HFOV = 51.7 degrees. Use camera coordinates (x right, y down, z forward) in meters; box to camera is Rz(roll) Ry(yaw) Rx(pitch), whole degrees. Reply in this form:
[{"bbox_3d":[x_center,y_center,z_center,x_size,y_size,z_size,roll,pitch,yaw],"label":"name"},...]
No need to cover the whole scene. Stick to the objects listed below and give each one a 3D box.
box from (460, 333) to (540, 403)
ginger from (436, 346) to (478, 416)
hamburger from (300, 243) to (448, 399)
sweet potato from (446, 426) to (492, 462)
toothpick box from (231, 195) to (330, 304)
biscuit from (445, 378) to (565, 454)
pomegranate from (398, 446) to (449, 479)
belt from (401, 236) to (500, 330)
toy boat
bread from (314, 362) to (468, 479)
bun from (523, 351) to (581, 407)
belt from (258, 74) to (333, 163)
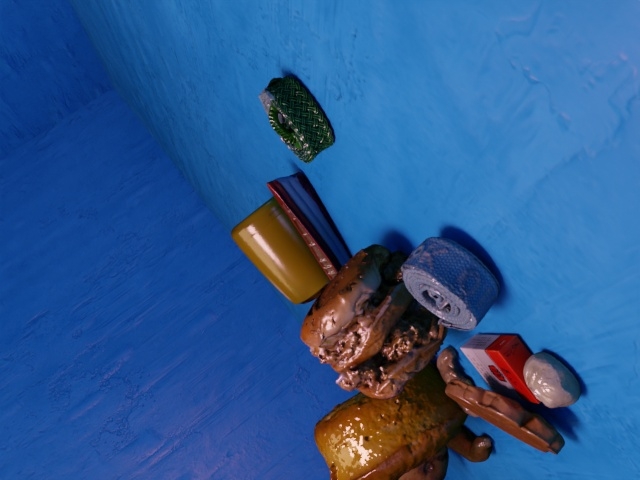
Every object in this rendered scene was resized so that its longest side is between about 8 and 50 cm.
[{"bbox_3d":[0.292,0.199,1.043,0.100,0.048,0.152,50,170,-1],"label":"box"},{"bbox_3d":[0.279,0.288,1.335,0.173,0.051,0.069,55,165,-16],"label":"ginger"},{"bbox_3d":[0.102,0.133,1.185,0.211,0.260,0.245,39,-147,-7],"label":"hamburger"},{"bbox_3d":[0.357,0.490,1.593,0.081,0.062,0.233,56,165,-4],"label":"sweet potato"},{"bbox_3d":[-0.087,0.031,1.706,0.271,0.175,0.175,52,168,-6],"label":"toothpick box"},{"bbox_3d":[0.310,0.292,1.114,0.202,0.044,0.289,30,168,11],"label":"biscuit"},{"bbox_3d":[0.231,0.612,1.907,0.281,0.281,0.281,50,168,15],"label":"pomegranate"},{"bbox_3d":[0.189,0.061,0.961,0.147,0.082,0.163,45,166,-11],"label":"belt"},{"bbox_3d":[0.000,0.000,1.505,0.136,0.079,0.392,39,163,55],"label":"toy boat"},{"bbox_3d":[0.146,0.417,1.472,0.204,0.358,0.337,55,167,16],"label":"bread"},{"bbox_3d":[0.318,0.199,0.923,0.086,0.055,0.086,51,168,15],"label":"bun"},{"bbox_3d":[-0.048,-0.201,1.119,0.151,0.079,0.121,58,167,-20],"label":"belt"}]
